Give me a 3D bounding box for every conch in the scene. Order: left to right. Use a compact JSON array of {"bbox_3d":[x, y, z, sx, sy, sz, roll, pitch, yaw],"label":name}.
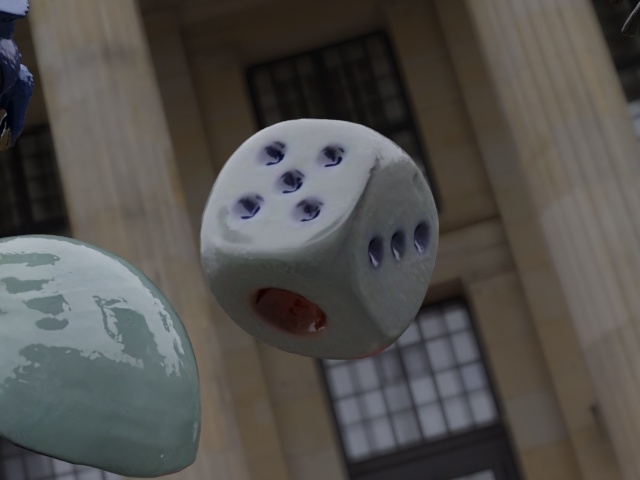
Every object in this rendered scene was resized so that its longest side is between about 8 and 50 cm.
[{"bbox_3d":[-0.173,0.076,1.218,0.185,0.221,0.121,-43,-24,-47],"label":"conch"}]

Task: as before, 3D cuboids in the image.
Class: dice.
[{"bbox_3d":[0.000,0.000,1.857,0.194,0.191,0.193,1,-38,31],"label":"dice"}]

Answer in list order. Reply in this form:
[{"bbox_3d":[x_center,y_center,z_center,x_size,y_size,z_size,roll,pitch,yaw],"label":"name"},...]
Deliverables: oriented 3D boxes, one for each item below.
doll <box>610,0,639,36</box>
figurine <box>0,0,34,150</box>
[{"bbox_3d":[0.310,-0.269,1.630,0.165,0.057,0.139,-29,-67,30],"label":"doll"},{"bbox_3d":[-0.453,-0.199,2.323,0.164,0.121,0.262,-16,-47,-53],"label":"figurine"}]
